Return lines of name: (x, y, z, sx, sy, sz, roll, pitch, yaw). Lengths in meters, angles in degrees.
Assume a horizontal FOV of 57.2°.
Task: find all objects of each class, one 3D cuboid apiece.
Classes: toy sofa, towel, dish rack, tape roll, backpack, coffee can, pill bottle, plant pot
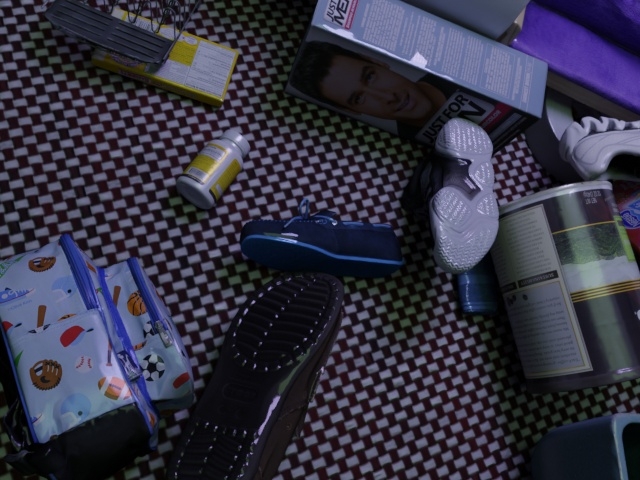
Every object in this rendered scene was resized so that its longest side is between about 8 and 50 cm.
toy sofa: (0.472, -0.328, 0.996, 0.362, 0.177, 0.150, 23, 66, -9)
towel: (0.252, 0.061, 0.956, 0.067, 0.029, 0.120, 3, 72, -16)
dish rack: (-0.288, -0.393, 0.906, 0.208, 0.074, 0.272, 20, 54, -7)
tape roll: (0.496, -0.212, 1.099, 0.219, 0.072, 0.219, 6, 70, -15)
backpack: (-0.268, 0.125, 0.664, 0.213, 0.276, 0.263, -29, 75, -28)
coffee can: (0.376, 0.073, 0.888, 0.201, 0.201, 0.276, -8, 77, -19)
pill bottle: (-0.156, -0.108, 0.873, 0.065, 0.065, 0.116, 35, 66, -2)
plant pot: (0.418, 0.368, 0.779, 0.247, 0.252, 0.247, 6, 70, -14)

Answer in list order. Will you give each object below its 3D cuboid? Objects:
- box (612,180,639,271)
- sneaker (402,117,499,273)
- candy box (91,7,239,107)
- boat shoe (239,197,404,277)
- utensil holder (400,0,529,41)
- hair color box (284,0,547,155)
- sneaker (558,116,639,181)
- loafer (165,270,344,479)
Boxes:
box: (0.545, -0.003, 0.922, 0.122, 0.257, 0.128, -33, 111, 14)
sneaker: (0.193, -0.048, 0.904, 0.101, 0.153, 0.269, 18, 58, -10)
candy box: (-0.241, -0.289, 0.930, 0.205, 0.027, 0.105, 17, 68, -10)
boat shoe: (0.000, 0.000, 0.877, 0.258, 0.109, 0.089, 12, 61, -30)
utensil holder: (0.157, -0.521, 0.916, 0.385, 0.327, 0.328, 25, 67, -10)
hair color box: (0.148, -0.263, 0.950, 0.374, 0.185, 0.114, 19, 68, -9)
sneaker: (0.547, -0.151, 0.944, 0.291, 0.110, 0.118, -13, 42, 8)
loafer: (-0.073, 0.196, 0.781, 0.133, 0.130, 0.366, 15, 53, 25)
